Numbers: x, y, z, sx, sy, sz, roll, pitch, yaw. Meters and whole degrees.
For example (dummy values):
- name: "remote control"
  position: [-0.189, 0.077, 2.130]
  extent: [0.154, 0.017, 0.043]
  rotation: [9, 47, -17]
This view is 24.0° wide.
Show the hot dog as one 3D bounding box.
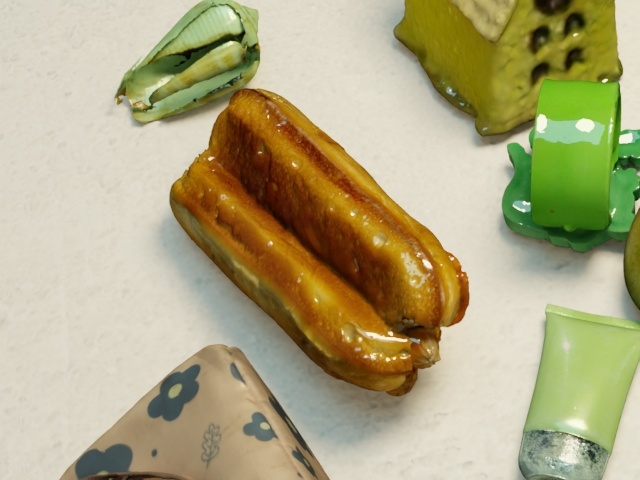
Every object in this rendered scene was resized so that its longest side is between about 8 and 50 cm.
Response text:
- name: "hot dog"
  position: [0.000, 0.000, 1.331]
  extent: [0.158, 0.117, 0.349]
  rotation: [-54, 51, 7]

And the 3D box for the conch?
- name: "conch"
  position: [-0.125, -0.172, 1.510]
  extent: [0.170, 0.079, 0.106]
  rotation: [-38, 49, 2]

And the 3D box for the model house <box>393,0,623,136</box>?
- name: "model house"
  position: [0.168, -0.252, 1.405]
  extent: [0.174, 0.234, 0.193]
  rotation: [-27, 52, -9]

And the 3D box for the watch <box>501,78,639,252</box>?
- name: "watch"
  position: [0.220, -0.083, 1.327]
  extent: [0.131, 0.152, 0.165]
  rotation: [5, 58, 16]

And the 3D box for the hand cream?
- name: "hand cream"
  position: [0.213, 0.130, 1.244]
  extent: [0.095, 0.046, 0.175]
  rotation: [10, 51, 17]

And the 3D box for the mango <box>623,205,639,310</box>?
- name: "mango"
  position: [0.362, -0.036, 1.291]
  extent: [0.133, 0.111, 0.267]
  rotation: [40, 74, 11]

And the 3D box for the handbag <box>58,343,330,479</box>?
- name: "handbag"
  position: [-0.075, 0.233, 1.144]
  extent: [0.193, 0.190, 0.251]
  rotation: [-32, 47, -4]
